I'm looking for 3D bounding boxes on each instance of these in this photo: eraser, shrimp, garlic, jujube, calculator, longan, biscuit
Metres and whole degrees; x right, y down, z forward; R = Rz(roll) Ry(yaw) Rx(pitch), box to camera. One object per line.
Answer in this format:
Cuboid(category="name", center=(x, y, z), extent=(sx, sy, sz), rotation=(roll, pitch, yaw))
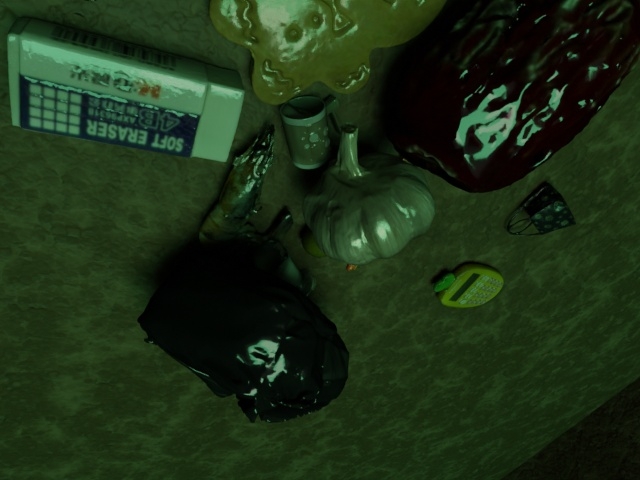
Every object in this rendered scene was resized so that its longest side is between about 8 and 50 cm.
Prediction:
Cuboid(category="eraser", center=(-0.255, -0.197, 0.614), extent=(0.279, 0.081, 0.124), rotation=(6, 128, -25))
Cuboid(category="shrimp", center=(-0.108, -0.068, 0.810), extent=(0.169, 0.058, 0.296), rotation=(8, 130, -36))
Cuboid(category="garlic", center=(0.060, -0.084, 0.713), extent=(0.219, 0.218, 0.212), rotation=(-26, 132, 2))
Cuboid(category="jujube", center=(0.279, -0.234, 0.673), extent=(0.377, 0.258, 0.258), rotation=(-38, 132, 20))
Cuboid(category="calculator", center=(0.389, 0.121, 1.178), extent=(0.235, 0.032, 0.146), rotation=(14, 123, -32))
Cuboid(category="longan", center=(0.000, 0.000, 0.901), extent=(0.075, 0.083, 0.075), rotation=(0, 93, 7))
Cuboid(category="biscuit", center=(0.031, -0.339, 0.620), extent=(0.355, 0.052, 0.275), rotation=(-26, 134, 4))

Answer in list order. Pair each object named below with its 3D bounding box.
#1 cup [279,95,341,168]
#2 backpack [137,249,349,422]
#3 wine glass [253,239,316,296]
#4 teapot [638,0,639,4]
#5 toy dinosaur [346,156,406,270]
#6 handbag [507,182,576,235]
Cuboid(category="cup", center=(-0.016, -0.183, 0.739), extent=(0.074, 0.102, 0.099), rotation=(11, 139, 20))
Cuboid(category="backpack", center=(-0.114, 0.213, 0.880), extent=(0.254, 0.363, 0.446), rotation=(-63, 144, -12))
Cuboid(category="wine glass", center=(-0.070, 0.063, 0.906), extent=(0.072, 0.072, 0.155), rotation=(-30, 145, 7))
Cuboid(category="teapot", center=(0.547, -0.423, 0.702), extent=(0.252, 0.135, 0.178), rotation=(-7, 169, -39))
Cuboid(category="toy dinosaur", center=(0.087, -0.055, 0.885), extent=(0.117, 0.070, 0.288), rotation=(4, 123, -24))
Cuboid(category="handbag", center=(0.504, -0.057, 1.050), extent=(0.139, 0.072, 0.115), rotation=(-31, 137, 25))
